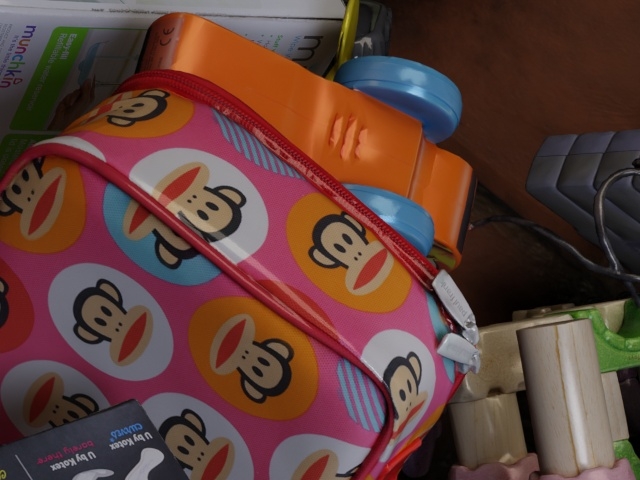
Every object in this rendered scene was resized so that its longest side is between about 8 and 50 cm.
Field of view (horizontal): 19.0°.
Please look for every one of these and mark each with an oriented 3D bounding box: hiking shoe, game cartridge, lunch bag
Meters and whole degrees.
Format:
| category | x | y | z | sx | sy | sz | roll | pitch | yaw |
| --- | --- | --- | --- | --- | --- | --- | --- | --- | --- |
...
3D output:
| category | x | y | z | sx | sy | sz | roll | pitch | yaw |
| --- | --- | --- | --- | --- | --- | --- | --- | --- | --- |
| hiking shoe | -0.020 | -0.136 | 1.356 | 0.114 | 0.086 | 0.227 | 3 | 10 | -13 |
| game cartridge | 0.331 | 0.028 | 1.298 | 0.355 | 0.230 | 0.068 | 34 | 77 | -29 |
| lunch bag | -0.062 | 0.088 | 0.935 | 0.258 | 0.293 | 0.120 | 39 | 41 | 6 |

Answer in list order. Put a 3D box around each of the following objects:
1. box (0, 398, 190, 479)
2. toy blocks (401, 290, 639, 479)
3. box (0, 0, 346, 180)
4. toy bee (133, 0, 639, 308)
| category | x | y | z | sx | sy | sz | roll | pitch | yaw |
| --- | --- | --- | --- | --- | --- | --- | --- | --- | --- |
| box | -0.149 | 0.213 | 0.849 | 0.163 | 0.247 | 0.142 | -17 | 60 | -41 |
| toy blocks | 0.197 | 0.166 | 1.181 | 0.289 | 0.309 | 0.260 | -10 | 89 | -25 |
| box | -0.146 | -0.081 | 1.125 | 0.231 | 0.262 | 0.126 | -4 | 53 | -34 |
| toy bee | 0.021 | -0.016 | 1.036 | 0.298 | 0.162 | 0.195 | 39 | 64 | -8 |
